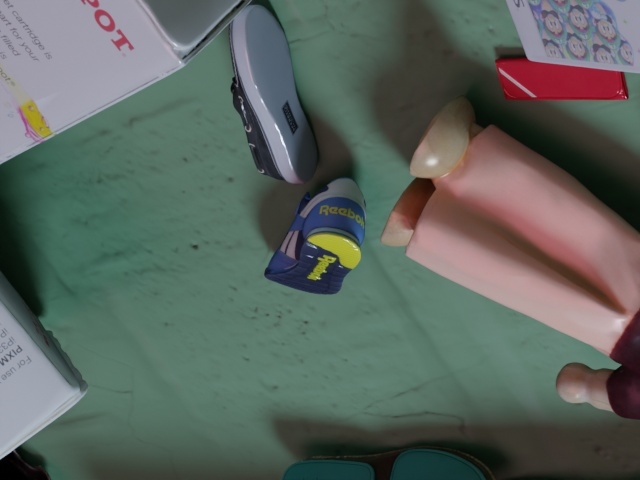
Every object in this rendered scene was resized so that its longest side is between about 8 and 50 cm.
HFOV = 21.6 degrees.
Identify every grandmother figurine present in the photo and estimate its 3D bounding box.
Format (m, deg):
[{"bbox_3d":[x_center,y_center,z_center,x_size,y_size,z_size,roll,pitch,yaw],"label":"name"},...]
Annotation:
[{"bbox_3d":[0.206,0.048,1.082,0.342,0.104,0.208,31,146,11],"label":"grandmother figurine"}]

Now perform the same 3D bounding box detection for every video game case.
[{"bbox_3d":[0.152,-0.160,0.956,0.157,0.019,0.143,16,137,53],"label":"video game case"}]

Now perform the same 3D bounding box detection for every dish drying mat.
[{"bbox_3d":[0.151,-0.101,1.055,0.083,0.008,0.032,3,126,32],"label":"dish drying mat"}]

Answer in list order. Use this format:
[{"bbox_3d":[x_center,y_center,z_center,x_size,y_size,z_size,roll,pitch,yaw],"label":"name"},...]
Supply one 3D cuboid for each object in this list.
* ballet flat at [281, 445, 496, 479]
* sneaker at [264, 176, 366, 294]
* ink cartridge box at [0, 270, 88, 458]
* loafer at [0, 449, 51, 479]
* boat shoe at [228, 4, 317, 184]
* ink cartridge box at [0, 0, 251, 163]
[{"bbox_3d":[0.064,0.204,1.345,0.206,0.073,0.067,-1,152,38],"label":"ballet flat"},{"bbox_3d":[0.000,0.000,1.217,0.053,0.059,0.144,15,158,-15],"label":"sneaker"},{"bbox_3d":[-0.372,-0.004,1.288,0.384,0.160,0.279,53,173,-16],"label":"ink cartridge box"},{"bbox_3d":[-0.315,0.277,1.599,0.130,0.134,0.366,-3,124,36],"label":"loafer"},{"bbox_3d":[-0.041,-0.098,1.159,0.040,0.049,0.142,6,130,31],"label":"boat shoe"},{"bbox_3d":[-0.217,-0.187,1.140,0.306,0.131,0.226,-20,112,42],"label":"ink cartridge box"}]
